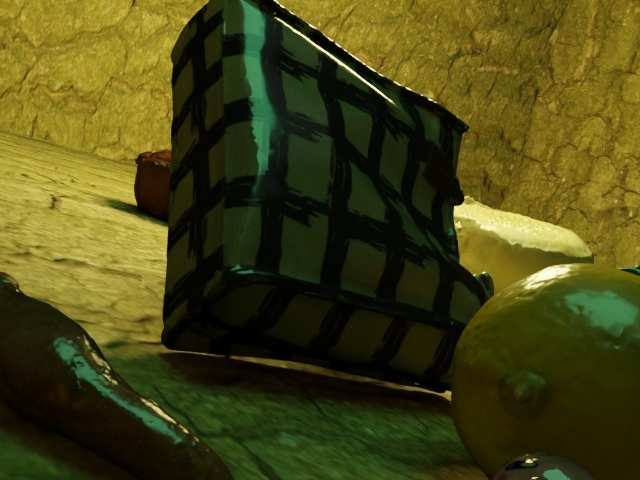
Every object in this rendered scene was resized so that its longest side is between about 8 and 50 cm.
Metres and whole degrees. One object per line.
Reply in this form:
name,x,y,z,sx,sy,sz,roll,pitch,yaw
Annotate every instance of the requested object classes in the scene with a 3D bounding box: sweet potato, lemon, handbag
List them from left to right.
sweet potato,-0.148,0.073,0.481,0.255,0.058,0.078,26,-11,37
handbag,0.016,-0.034,0.808,0.327,0.325,0.162,18,-38,-30
lemon,0.179,0.103,0.591,0.178,0.178,0.203,21,5,36

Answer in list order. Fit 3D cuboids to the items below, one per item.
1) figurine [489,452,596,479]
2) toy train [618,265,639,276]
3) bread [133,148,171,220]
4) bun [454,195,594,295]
figurine,0.123,0.151,0.472,0.083,0.071,0.067,1,57,-46
toy train,0.434,0.126,1.104,0.112,0.203,0.163,5,21,-46
bread,-0.239,-0.098,1.619,0.247,0.135,0.232,17,5,-7
bun,0.381,0.044,1.817,0.364,0.202,0.364,15,12,-3
